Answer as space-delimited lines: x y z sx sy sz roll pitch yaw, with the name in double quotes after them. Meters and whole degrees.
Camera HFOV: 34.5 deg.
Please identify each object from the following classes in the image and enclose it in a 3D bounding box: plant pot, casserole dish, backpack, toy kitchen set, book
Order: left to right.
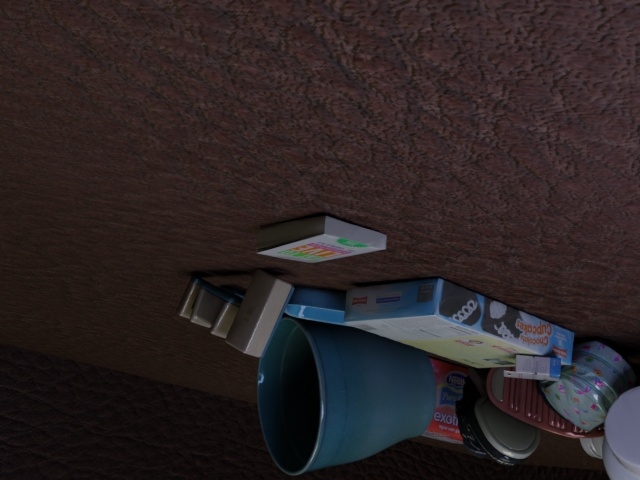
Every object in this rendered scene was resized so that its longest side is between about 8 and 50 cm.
-0.103 0.106 1.640 0.207 0.122 0.166 23 179 44 "toy kitchen set"
0.000 0.000 1.284 0.096 0.035 0.144 15 163 -34 "book"
0.027 0.108 1.644 0.188 0.037 0.114 8 165 4 "casserole dish"
0.055 0.269 1.828 0.255 0.271 0.272 1 170 -26 "plant pot"
0.433 0.234 1.658 0.152 0.115 0.182 34 158 6 "backpack"

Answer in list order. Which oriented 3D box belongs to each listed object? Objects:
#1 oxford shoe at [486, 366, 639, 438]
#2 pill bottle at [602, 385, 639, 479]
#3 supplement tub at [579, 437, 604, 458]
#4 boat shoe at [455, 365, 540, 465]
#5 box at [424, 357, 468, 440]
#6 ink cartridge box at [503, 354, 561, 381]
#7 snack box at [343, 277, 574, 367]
0.489 0.285 1.820 0.397 0.140 0.146 9 171 7 "oxford shoe"
0.540 0.349 1.601 0.176 0.176 0.318 1 149 30 "pill bottle"
0.627 0.373 2.031 0.144 0.144 0.200 21 162 -37 "supplement tub"
0.303 0.336 1.865 0.127 0.113 0.340 22 -164 -11 "boat shoe"
0.227 0.328 2.123 0.300 0.142 0.154 19 162 -30 "box"
0.320 0.193 1.558 0.083 0.028 0.048 3 162 11 "ink cartridge box"
0.215 0.133 1.566 0.322 0.060 0.187 22 159 -38 "snack box"
